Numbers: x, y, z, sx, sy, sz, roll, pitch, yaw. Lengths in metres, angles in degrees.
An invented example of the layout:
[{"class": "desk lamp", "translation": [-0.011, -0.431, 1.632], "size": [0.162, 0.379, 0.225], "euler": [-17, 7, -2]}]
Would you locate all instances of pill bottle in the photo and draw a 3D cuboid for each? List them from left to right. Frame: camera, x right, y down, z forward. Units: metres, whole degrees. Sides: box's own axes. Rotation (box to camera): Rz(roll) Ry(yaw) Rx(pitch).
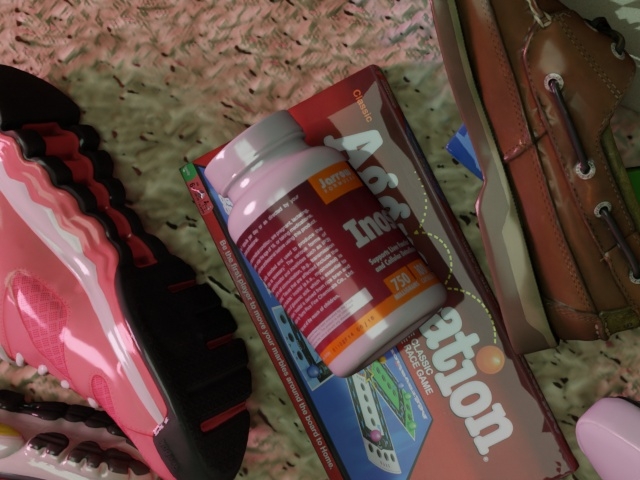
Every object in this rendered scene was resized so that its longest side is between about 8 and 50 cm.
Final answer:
[{"class": "pill bottle", "translation": [0.000, 0.000, 1.109], "size": [0.086, 0.086, 0.152], "euler": [-39, 82, 14]}]

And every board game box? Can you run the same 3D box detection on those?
[{"class": "board game box", "translation": [0.035, 0.047, 1.161], "size": [0.145, 0.027, 0.281], "euler": [-28, 85, 14]}]

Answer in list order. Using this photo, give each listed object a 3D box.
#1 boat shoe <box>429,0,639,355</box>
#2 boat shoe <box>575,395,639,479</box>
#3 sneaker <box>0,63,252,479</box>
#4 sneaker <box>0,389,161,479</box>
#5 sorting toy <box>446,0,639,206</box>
[{"class": "boat shoe", "translation": [0.127, -0.091, 1.050], "size": [0.104, 0.111, 0.307], "euler": [-13, 105, 11]}, {"class": "boat shoe", "translation": [0.291, 0.164, 1.062], "size": [0.301, 0.108, 0.102], "euler": [32, 68, 24]}, {"class": "sneaker", "translation": [-0.160, 0.042, 1.187], "size": [0.136, 0.116, 0.314], "euler": [-40, 75, 24]}, {"class": "sneaker", "translation": [-0.240, 0.158, 1.206], "size": [0.279, 0.107, 0.118], "euler": [14, 105, 17]}, {"class": "sorting toy", "translation": [0.204, -0.171, 1.093], "size": [0.196, 0.047, 0.348], "euler": [25, 103, 8]}]
